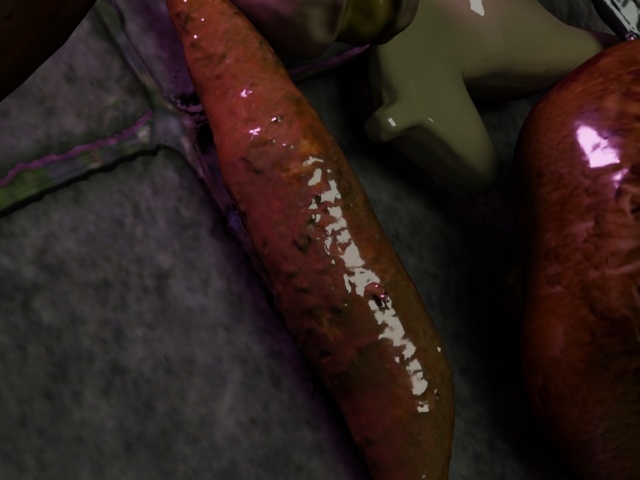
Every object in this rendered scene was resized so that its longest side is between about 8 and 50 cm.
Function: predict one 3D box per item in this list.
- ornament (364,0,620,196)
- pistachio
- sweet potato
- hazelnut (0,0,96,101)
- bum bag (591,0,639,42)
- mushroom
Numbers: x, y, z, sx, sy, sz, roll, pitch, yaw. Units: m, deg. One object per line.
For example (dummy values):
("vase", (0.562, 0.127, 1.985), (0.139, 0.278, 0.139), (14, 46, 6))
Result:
("ornament", (0.083, -0.133, 1.019), (0.245, 0.061, 0.230), (-5, 71, -47))
("pistachio", (-0.003, -0.151, 0.910), (0.113, 0.113, 0.149), (8, 31, -40))
("sweet potato", (0.000, 0.000, 0.856), (0.066, 0.072, 0.314), (-22, 83, -33))
("hazelnut", (-0.233, -0.199, 0.577), (0.421, 0.353, 0.420), (-8, 104, -32))
("bum bag", (0.153, -0.181, 1.044), (0.087, 0.049, 0.197), (-46, 106, -28))
("mushroom", (0.192, 0.019, 0.959), (0.253, 0.153, 0.253), (13, 72, -44))
